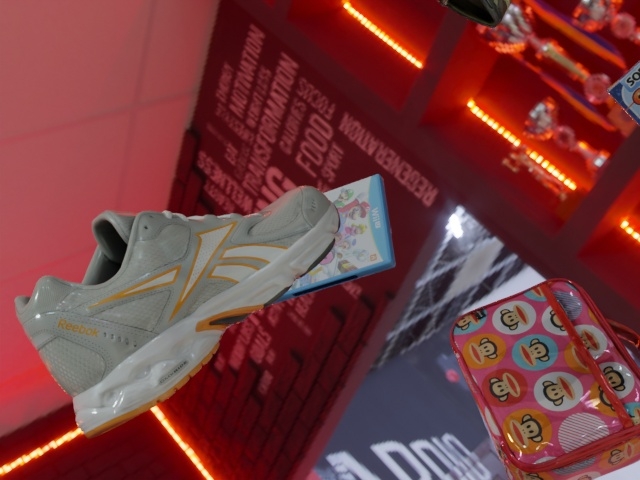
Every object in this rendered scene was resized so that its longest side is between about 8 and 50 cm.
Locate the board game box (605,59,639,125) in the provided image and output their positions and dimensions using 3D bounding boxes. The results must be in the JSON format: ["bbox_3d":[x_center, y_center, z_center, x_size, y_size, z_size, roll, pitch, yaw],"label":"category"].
[{"bbox_3d":[0.429,-0.182,0.835,0.201,0.136,0.035,-45,-2,20],"label":"board game box"}]

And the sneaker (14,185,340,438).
[{"bbox_3d":[-0.090,0.011,0.554,0.099,0.121,0.262,-31,8,48],"label":"sneaker"}]

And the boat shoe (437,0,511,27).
[{"bbox_3d":[0.157,-0.306,0.943,0.056,0.152,0.049,121,172,-58],"label":"boat shoe"}]

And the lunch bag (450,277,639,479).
[{"bbox_3d":[0.350,0.200,1.145,0.258,0.293,0.120,-22,-46,1],"label":"lunch bag"}]

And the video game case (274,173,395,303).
[{"bbox_3d":[0.000,0.000,0.899,0.166,0.119,0.015,-18,-34,20],"label":"video game case"}]
